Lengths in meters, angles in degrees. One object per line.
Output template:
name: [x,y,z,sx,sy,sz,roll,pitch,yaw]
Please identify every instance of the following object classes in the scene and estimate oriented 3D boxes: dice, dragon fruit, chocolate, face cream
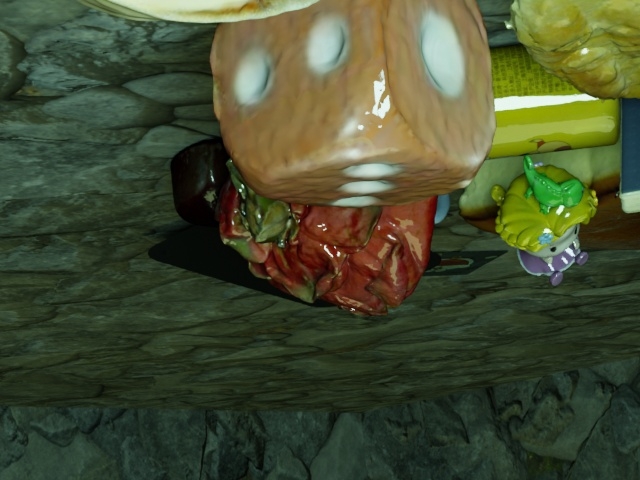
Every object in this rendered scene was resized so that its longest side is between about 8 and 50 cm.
dice: [0.025,-0.125,1.212,0.179,0.175,0.174,-10,167,36]
dragon fruit: [0.000,0.000,1.571,0.205,0.152,0.317,-3,146,-13]
chocolate: [-0.094,-0.059,1.657,0.149,0.080,0.125,-6,168,8]
face cream: [0.096,-0.120,1.415,0.349,0.105,0.105,-6,167,4]

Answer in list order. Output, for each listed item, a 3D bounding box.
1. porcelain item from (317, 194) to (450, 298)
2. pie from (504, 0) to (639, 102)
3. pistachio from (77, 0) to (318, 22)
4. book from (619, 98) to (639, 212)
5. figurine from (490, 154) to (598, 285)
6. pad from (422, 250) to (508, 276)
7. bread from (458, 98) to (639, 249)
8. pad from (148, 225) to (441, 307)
porcelain item: [0.033,-0.016,1.801,0.141,0.141,0.259,8,153,-45]
pie: [0.311,-0.197,1.132,0.339,0.083,0.339,-4,156,-2]
pistachio: [-0.066,-0.197,0.890,0.229,0.157,0.157,-8,171,-38]
book: [0.350,-0.120,1.289,0.191,0.269,0.025,-10,122,19]
figurine: [0.203,-0.035,1.448,0.095,0.115,0.156,-45,157,-8]
pad: [0.146,0.039,2.352,0.246,0.006,0.170,-2,167,-18]
bread: [0.364,-0.084,1.598,0.333,0.143,0.324,6,164,-41]
pad: [-0.007,-0.013,2.043,0.315,0.063,0.375,-22,153,36]
